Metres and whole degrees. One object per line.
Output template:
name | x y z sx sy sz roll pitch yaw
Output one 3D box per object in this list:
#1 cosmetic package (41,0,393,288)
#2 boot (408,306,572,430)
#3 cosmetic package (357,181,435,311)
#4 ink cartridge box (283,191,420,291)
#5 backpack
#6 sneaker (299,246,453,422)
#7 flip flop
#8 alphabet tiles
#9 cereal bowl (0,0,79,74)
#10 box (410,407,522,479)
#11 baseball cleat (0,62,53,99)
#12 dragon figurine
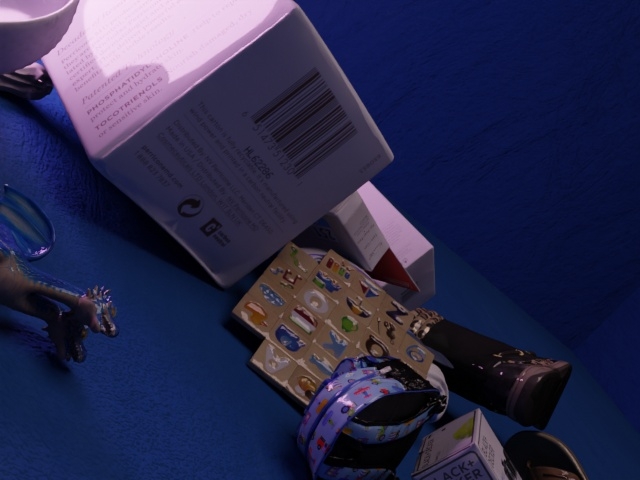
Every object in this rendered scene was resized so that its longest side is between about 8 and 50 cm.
cosmetic package | -0.165 -0.215 1.413 0.329 0.327 0.393 50 2 -45
boot | 0.298 0.235 1.770 0.284 0.138 0.377 23 3 23
cosmetic package | 0.105 0.025 1.895 0.224 0.138 0.224 47 -13 24
ink cartridge box | 0.000 0.000 1.673 0.296 0.066 0.261 14 -32 46
backpack | 0.039 0.213 1.116 0.117 0.158 0.173 39 19 32
sneaker | 0.077 0.157 1.491 0.323 0.130 0.236 44 5 -24
flip flop | 0.421 0.451 1.702 0.080 0.112 0.277 10 36 -44
alphabet tiles | 0.027 0.138 1.370 0.285 0.011 0.342 38 31 -1
cereal bowl | -0.472 -0.305 1.169 0.339 0.141 0.339 19 35 -14
box | 0.225 0.361 1.148 0.290 0.087 0.169 59 12 3
baseball cleat | -0.470 -0.251 1.353 0.109 0.072 0.206 32 1 23
dragon figurine | -0.304 -0.001 0.876 0.289 0.085 0.144 47 12 19
